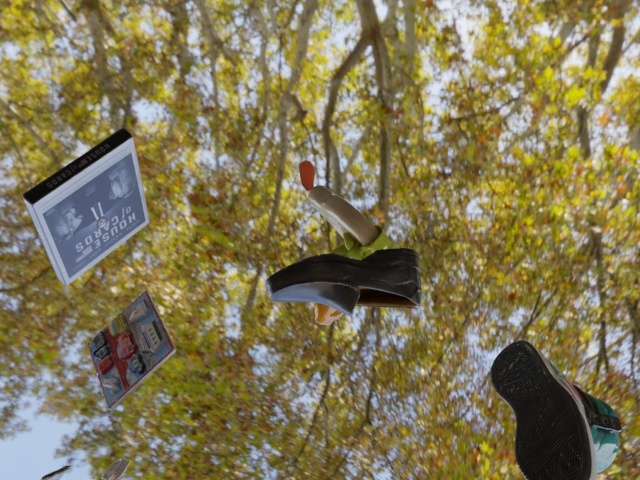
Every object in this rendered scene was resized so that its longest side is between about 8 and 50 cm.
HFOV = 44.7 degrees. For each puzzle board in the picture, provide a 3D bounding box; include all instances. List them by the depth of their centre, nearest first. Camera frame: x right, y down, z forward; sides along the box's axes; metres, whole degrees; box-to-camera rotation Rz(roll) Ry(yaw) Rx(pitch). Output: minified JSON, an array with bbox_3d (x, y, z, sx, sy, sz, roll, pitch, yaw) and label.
[{"bbox_3d":[-0.217,0.119,0.877,0.096,0.011,0.128,-43,-142,0],"label":"puzzle board"}]

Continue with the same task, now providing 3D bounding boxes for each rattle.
[{"bbox_3d":[0.000,0.000,1.021,0.199,0.130,0.143,40,-80,28],"label":"rattle"}]

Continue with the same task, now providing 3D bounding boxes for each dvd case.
[{"bbox_3d":[-0.352,-0.046,1.204,0.029,0.239,0.179,40,-117,18],"label":"dvd case"}]

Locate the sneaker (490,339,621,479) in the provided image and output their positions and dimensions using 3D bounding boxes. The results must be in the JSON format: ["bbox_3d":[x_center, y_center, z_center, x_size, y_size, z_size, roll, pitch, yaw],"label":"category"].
[{"bbox_3d":[0.340,0.276,1.059,0.178,0.295,0.124,39,-70,-18],"label":"sneaker"}]

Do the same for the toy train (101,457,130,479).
[{"bbox_3d":[-0.218,0.274,0.709,0.125,0.166,0.046,-32,-78,8],"label":"toy train"}]

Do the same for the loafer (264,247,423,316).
[{"bbox_3d":[0.027,0.050,0.826,0.170,0.062,0.061,-8,-117,-4],"label":"loafer"}]

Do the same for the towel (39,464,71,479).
[{"bbox_3d":[-0.437,0.389,1.236,0.083,0.060,0.009,-46,-105,21],"label":"towel"}]
